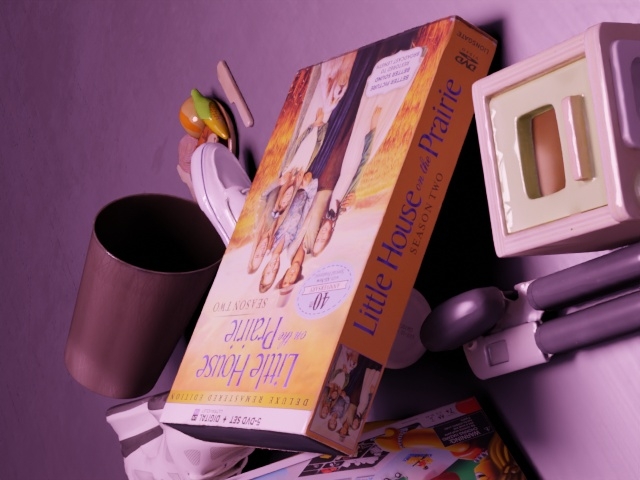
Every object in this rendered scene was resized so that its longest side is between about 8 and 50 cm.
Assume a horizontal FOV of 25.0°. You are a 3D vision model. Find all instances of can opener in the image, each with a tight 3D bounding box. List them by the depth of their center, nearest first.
[{"bbox_3d":[0.191,0.064,1.244,0.283,0.095,0.076,-27,70,57],"label":"can opener"}]

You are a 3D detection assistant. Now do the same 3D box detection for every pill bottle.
[{"bbox_3d":[0.040,0.082,1.503,0.160,0.087,0.087,5,96,58],"label":"pill bottle"}]

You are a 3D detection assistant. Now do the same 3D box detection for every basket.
[{"bbox_3d":[-0.233,0.077,1.834,0.154,0.204,0.226,37,123,20],"label":"basket"}]

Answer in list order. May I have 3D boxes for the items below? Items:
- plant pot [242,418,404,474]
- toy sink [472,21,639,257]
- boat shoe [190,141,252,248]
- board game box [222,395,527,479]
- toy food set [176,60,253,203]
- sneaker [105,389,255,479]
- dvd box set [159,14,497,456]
[{"bbox_3d":[0.000,0.316,1.441,0.254,0.239,0.253,9,101,58],"label":"plant pot"},{"bbox_3d":[0.239,-0.081,1.121,0.234,0.131,0.152,-18,77,57],"label":"toy sink"},{"bbox_3d":[-0.080,-0.027,1.721,0.076,0.083,0.226,-36,72,41],"label":"boat shoe"},{"bbox_3d":[0.048,0.268,1.295,0.053,0.305,0.193,94,153,-46],"label":"board game box"},{"bbox_3d":[-0.151,-0.123,1.852,0.132,0.039,0.192,62,140,36],"label":"toy food set"},{"bbox_3d":[-0.122,0.299,1.755,0.447,0.169,0.257,-25,79,65],"label":"sneaker"},{"bbox_3d":[0.000,0.000,1.413,0.308,0.062,0.420,-7,58,60],"label":"dvd box set"}]
